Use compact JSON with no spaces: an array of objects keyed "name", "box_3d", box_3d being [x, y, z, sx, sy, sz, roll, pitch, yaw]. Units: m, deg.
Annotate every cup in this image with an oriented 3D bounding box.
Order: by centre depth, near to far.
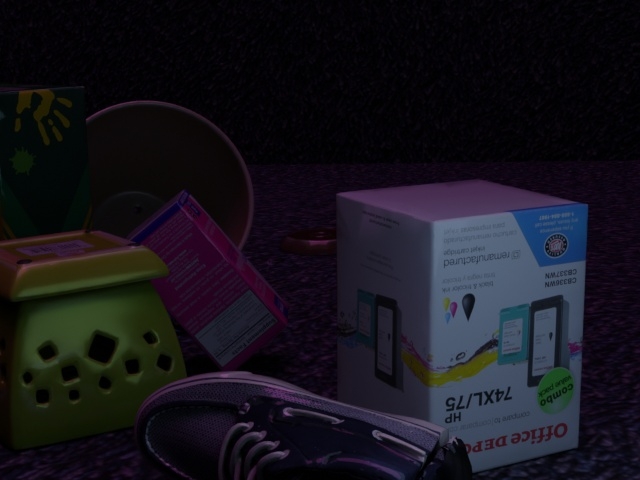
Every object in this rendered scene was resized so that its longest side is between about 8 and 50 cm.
[{"name":"cup","box_3d":[-0.299,-0.039,2.021,0.331,0.331,0.237,-5,-14,-18]}]

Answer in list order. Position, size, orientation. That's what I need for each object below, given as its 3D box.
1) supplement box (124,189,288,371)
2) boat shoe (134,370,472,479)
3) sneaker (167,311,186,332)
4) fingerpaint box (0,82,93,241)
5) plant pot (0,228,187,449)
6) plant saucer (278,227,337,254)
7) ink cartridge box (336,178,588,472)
[{"name":"supplement box","box_3d":[-0.153,0.055,1.591,0.114,0.220,0.111,-39,10,6]},{"name":"boat shoe","box_3d":[-0.044,0.199,1.090,0.341,0.127,0.158,3,4,21]},{"name":"sneaker","box_3d":[-0.227,0.110,1.790,0.144,0.053,0.059,-3,13,-3]},{"name":"fingerpaint box","box_3d":[-0.532,-0.055,1.846,0.163,0.371,0.445,-12,14,-43]},{"name":"plant pot","box_3d":[-0.305,0.103,1.431,0.228,0.207,0.227,-10,14,-32]},{"name":"plant saucer","box_3d":[0.000,0.000,2.400,0.168,0.029,0.168,-1,12,0]},{"name":"ink cartridge box","box_3d":[0.146,0.086,1.287,0.198,0.270,0.197,-7,14,-28]}]
